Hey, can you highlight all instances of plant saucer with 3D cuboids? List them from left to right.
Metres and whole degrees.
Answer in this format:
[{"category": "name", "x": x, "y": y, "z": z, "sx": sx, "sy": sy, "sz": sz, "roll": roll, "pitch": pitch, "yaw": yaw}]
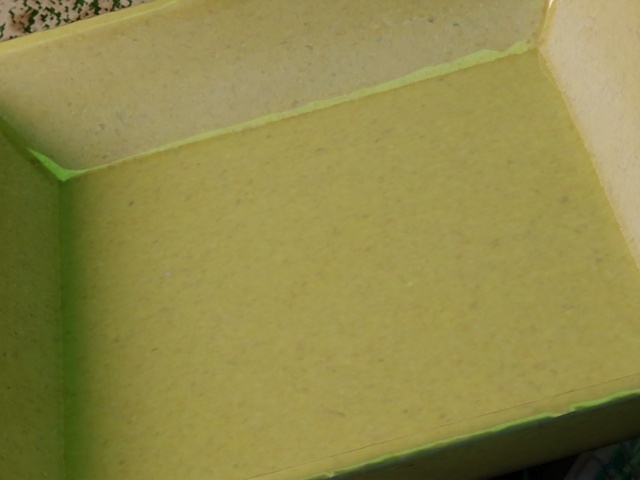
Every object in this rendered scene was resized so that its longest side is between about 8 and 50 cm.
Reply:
[{"category": "plant saucer", "x": 0.000, "y": 0.000, "z": 0.708, "sx": 0.333, "sy": 0.081, "sz": 0.333, "roll": -15, "pitch": 40, "yaw": 3}]

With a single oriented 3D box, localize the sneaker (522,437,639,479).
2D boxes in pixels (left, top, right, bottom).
[{"category": "sneaker", "x": 0.112, "y": 0.088, "z": 0.775, "sx": 0.076, "sy": 0.065, "sz": 0.166, "roll": 13, "pitch": 48, "yaw": 33}]
